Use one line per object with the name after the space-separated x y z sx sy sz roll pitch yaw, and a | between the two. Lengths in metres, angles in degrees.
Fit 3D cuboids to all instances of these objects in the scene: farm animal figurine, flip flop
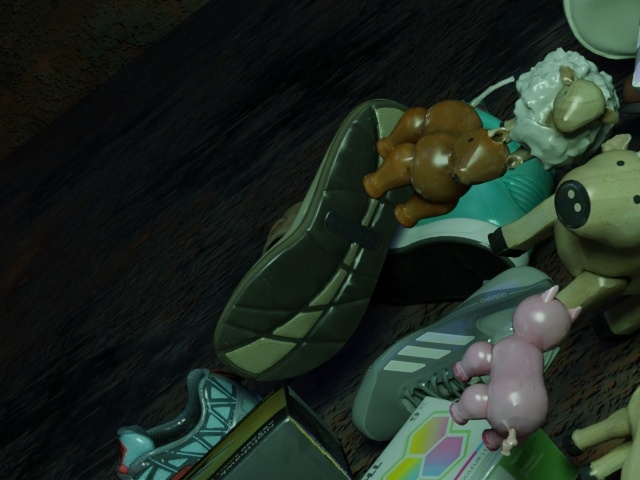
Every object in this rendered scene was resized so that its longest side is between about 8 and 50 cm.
0.206 0.017 1.173 0.172 0.330 0.327 -34 -6 33 | farm animal figurine
0.000 0.000 1.512 0.277 0.112 0.080 -62 21 -4 | flip flop

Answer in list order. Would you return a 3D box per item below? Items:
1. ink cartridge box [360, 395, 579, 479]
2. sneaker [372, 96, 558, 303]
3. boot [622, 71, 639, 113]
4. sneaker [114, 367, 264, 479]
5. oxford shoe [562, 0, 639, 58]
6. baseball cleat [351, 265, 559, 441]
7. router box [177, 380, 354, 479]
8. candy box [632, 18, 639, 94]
0.089 0.180 1.282 0.109 0.062 0.209 -50 20 -15 | ink cartridge box
0.110 -0.045 1.598 0.295 0.124 0.178 0 51 52 | sneaker
0.321 -0.263 1.404 0.264 0.280 0.096 -28 -10 38 | boot
-0.156 0.225 1.570 0.262 0.125 0.104 -49 20 -15 | sneaker
0.400 -0.281 1.473 0.449 0.169 0.130 -26 28 30 | oxford shoe
0.110 0.103 1.386 0.206 0.072 0.109 -44 26 10 | baseball cleat
-0.112 0.259 1.394 0.309 0.081 0.243 -44 3 -1 | router box
0.309 -0.100 1.223 0.070 0.196 0.165 -31 23 31 | candy box
